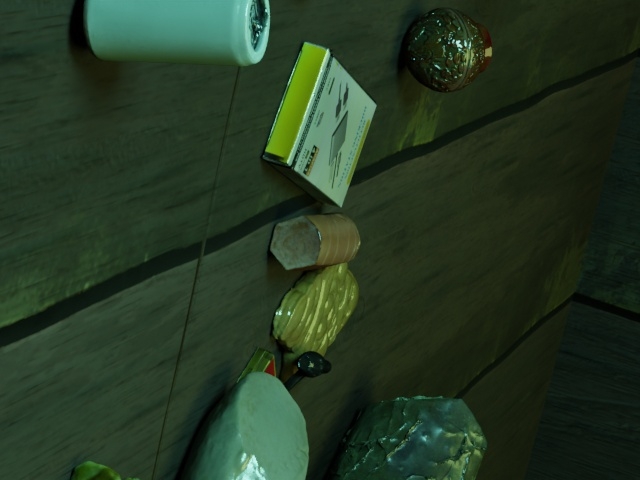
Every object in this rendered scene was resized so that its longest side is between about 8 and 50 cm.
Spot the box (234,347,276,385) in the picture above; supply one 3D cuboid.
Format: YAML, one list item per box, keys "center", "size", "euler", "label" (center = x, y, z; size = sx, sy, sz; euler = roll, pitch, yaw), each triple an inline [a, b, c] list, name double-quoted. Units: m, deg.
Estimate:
- center: [-0.076, 0.193, 2.085]
  size: [0.090, 0.023, 0.133]
  euler: [-55, 156, -38]
  label: "box"

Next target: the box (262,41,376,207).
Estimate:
- center: [0.007, -0.116, 2.015]
  size: [0.247, 0.033, 0.129]
  euler: [33, 75, -72]
  label: "box"

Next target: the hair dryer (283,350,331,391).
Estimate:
- center: [-0.026, 0.158, 2.152]
  size: [0.083, 0.031, 0.079]
  euler: [-41, 162, 7]
  label: "hair dryer"

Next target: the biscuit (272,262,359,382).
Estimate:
- center: [0.000, 0.082, 2.201]
  size: [0.250, 0.035, 0.162]
  euler: [-20, 130, -70]
  label: "biscuit"

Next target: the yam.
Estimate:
- center: [0.099, 0.333, 2.470]
  size: [0.201, 0.202, 0.271]
  euler: [50, 57, -27]
  label: "yam"

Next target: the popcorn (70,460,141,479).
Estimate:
- center: [-0.195, 0.257, 1.693]
  size: [0.109, 0.089, 0.097]
  euler: [-66, -161, 9]
  label: "popcorn"

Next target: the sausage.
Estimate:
- center: [0.000, 0.001, 2.070]
  size: [0.169, 0.065, 0.065]
  euler: [-7, 114, -71]
  label: "sausage"

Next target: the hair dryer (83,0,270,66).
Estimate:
- center: [-0.092, -0.240, 1.482]
  size: [0.073, 0.131, 0.236]
  euler: [71, 27, -58]
  label: "hair dryer"

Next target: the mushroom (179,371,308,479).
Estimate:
- center: [-0.106, 0.299, 1.939]
  size: [0.350, 0.128, 0.128]
  euler: [-63, 161, -15]
  label: "mushroom"

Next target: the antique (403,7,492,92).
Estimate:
- center: [0.145, -0.222, 2.225]
  size: [0.104, 0.104, 0.104]
  euler: [18, 90, -73]
  label: "antique"
